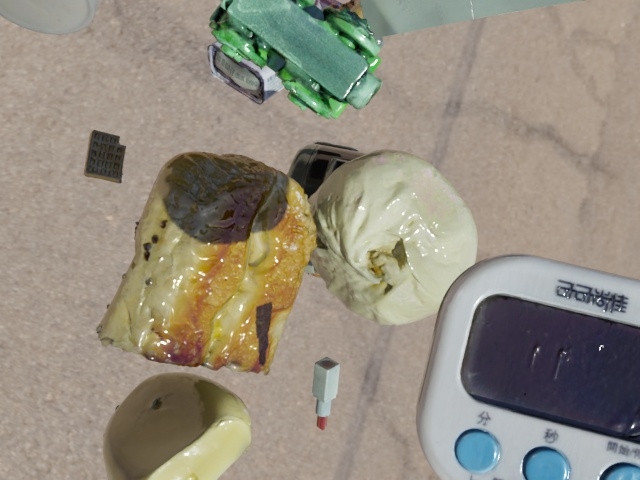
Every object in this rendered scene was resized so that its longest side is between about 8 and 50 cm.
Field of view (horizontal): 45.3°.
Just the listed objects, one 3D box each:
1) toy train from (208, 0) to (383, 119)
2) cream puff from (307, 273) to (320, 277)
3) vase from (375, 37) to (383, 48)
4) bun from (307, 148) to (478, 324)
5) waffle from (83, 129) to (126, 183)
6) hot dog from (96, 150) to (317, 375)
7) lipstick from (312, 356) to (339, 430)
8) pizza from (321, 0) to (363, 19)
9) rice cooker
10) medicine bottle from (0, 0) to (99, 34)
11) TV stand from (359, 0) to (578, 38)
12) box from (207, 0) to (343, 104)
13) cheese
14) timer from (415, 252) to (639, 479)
[{"bbox_3d":[-0.031,-0.253,0.972,0.243,0.188,0.132,37,98,-4],"label":"toy train"},{"bbox_3d":[0.000,0.000,2.188,0.269,0.155,0.241,52,31,-14],"label":"cream puff"},{"bbox_3d":[0.117,-0.518,1.822,0.060,0.060,0.211,41,26,-37],"label":"vase"},{"bbox_3d":[0.118,0.003,1.478,0.213,0.361,0.361,-50,128,-56],"label":"bun"},{"bbox_3d":[-0.509,-0.200,1.819,0.092,0.021,0.135,11,55,-18],"label":"waffle"},{"bbox_3d":[-0.176,0.028,1.358,0.367,0.196,0.365,17,98,-46],"label":"hot dog"},{"bbox_3d":[0.006,0.248,1.205,0.030,0.030,0.129,-21,124,-43],"label":"lipstick"},{"bbox_3d":[0.020,-0.462,1.684,0.365,0.182,0.073,-50,131,-35],"label":"pizza"},{"bbox_3d":[0.049,-0.071,1.846,0.335,0.326,0.335,12,90,-79],"label":"rice cooker"},{"bbox_3d":[-0.440,-0.558,1.295,0.224,0.224,0.384,28,57,-41],"label":"medicine bottle"},{"bbox_3d":[0.185,-0.321,0.946,0.088,0.270,0.082,-72,150,-56],"label":"TV stand"},{"bbox_3d":[-0.096,-0.495,1.927,0.370,0.190,0.112,-42,155,-28],"label":"box"},{"bbox_3d":[-0.274,0.340,1.365,0.260,0.316,0.128,-33,115,-22],"label":"cheese"},{"bbox_3d":[0.231,0.142,0.730,0.087,0.262,0.236,33,71,-82],"label":"timer"}]
